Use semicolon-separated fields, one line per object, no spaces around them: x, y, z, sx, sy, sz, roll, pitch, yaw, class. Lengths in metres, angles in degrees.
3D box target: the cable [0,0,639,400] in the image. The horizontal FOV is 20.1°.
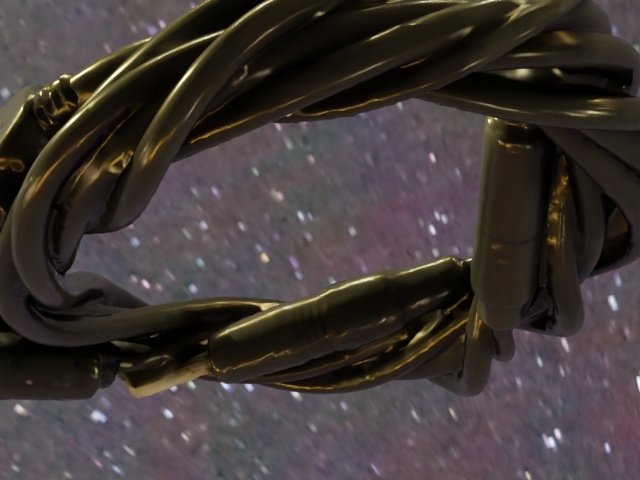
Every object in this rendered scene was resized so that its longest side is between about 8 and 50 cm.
0.000;0.000;0.382;0.184;0.151;0.047;-35;-133;46;cable
